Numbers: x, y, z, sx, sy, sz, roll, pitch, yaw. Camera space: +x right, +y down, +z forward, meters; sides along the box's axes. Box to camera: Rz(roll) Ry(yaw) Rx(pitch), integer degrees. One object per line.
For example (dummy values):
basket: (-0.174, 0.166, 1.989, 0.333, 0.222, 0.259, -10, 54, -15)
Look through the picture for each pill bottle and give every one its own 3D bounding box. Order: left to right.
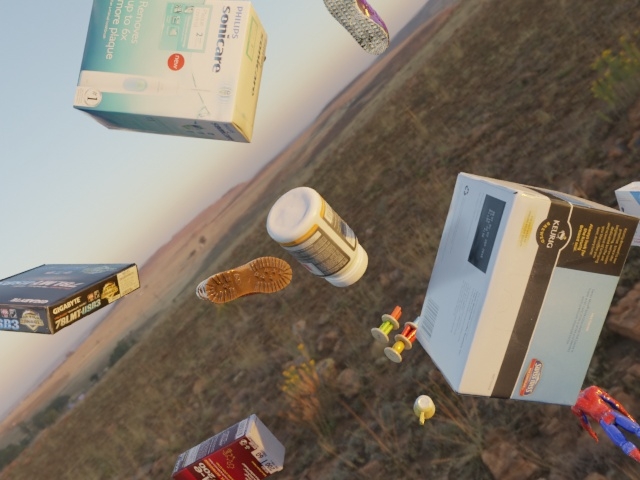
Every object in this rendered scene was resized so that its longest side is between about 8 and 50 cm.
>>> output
pill bottle: (0.000, 0.000, 1.450, 0.162, 0.278, 0.162, -22, 46, 25)

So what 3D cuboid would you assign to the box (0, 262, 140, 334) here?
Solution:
box: (-0.626, 0.123, 1.277, 0.296, 0.073, 0.293, 0, 13, 20)

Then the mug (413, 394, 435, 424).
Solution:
mug: (0.306, 0.489, 1.620, 0.062, 0.078, 0.064, -19, -33, -1)

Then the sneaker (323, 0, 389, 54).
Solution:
sneaker: (0.115, -0.713, 1.743, 0.102, 0.293, 0.146, -33, 10, 30)

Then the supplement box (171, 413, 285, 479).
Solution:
supplement box: (-0.219, 0.530, 1.328, 0.239, 0.130, 0.073, -33, 17, 15)

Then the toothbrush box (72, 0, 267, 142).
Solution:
toothbrush box: (-0.262, -0.306, 0.999, 0.126, 0.296, 0.216, 39, -120, -80)

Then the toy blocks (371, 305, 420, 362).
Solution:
toy blocks: (0.214, 0.230, 1.477, 0.148, 0.123, 0.054, -44, 21, -30)

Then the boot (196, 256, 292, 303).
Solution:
boot: (-0.127, 0.066, 0.916, 0.158, 0.059, 0.085, -11, -4, -30)

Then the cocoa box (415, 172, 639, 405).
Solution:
cocoa box: (0.347, 0.078, 0.987, 0.231, 0.228, 0.347, -120, 41, -72)

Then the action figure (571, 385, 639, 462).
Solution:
action figure: (0.637, 0.408, 1.172, 0.091, 0.139, 0.280, -44, 24, 2)

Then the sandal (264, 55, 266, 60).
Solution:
sandal: (-0.210, -0.327, 1.139, 0.240, 0.079, 0.088, -25, -4, -21)

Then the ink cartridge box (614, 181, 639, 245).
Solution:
ink cartridge box: (0.767, -0.043, 1.287, 0.060, 0.180, 0.104, -24, 10, -11)
